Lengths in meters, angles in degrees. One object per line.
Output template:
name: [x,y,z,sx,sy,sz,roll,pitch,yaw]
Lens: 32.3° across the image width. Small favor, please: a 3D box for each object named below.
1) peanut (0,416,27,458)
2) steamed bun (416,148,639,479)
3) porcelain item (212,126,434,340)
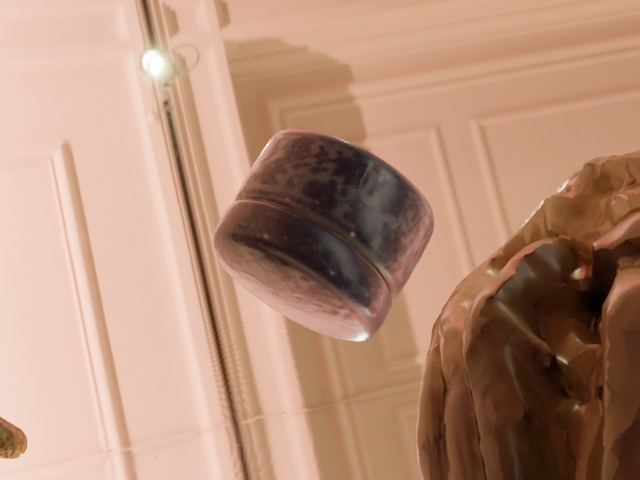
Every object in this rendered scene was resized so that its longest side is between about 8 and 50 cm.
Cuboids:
peanut: [-0.285,0.158,0.929,0.083,0.037,0.037,26,-104,-10]
steamed bun: [0.189,0.099,0.475,0.247,0.352,0.339,18,-126,-49]
porcelain item: [0.000,0.000,0.834,0.147,0.147,0.114,30,-108,-2]
